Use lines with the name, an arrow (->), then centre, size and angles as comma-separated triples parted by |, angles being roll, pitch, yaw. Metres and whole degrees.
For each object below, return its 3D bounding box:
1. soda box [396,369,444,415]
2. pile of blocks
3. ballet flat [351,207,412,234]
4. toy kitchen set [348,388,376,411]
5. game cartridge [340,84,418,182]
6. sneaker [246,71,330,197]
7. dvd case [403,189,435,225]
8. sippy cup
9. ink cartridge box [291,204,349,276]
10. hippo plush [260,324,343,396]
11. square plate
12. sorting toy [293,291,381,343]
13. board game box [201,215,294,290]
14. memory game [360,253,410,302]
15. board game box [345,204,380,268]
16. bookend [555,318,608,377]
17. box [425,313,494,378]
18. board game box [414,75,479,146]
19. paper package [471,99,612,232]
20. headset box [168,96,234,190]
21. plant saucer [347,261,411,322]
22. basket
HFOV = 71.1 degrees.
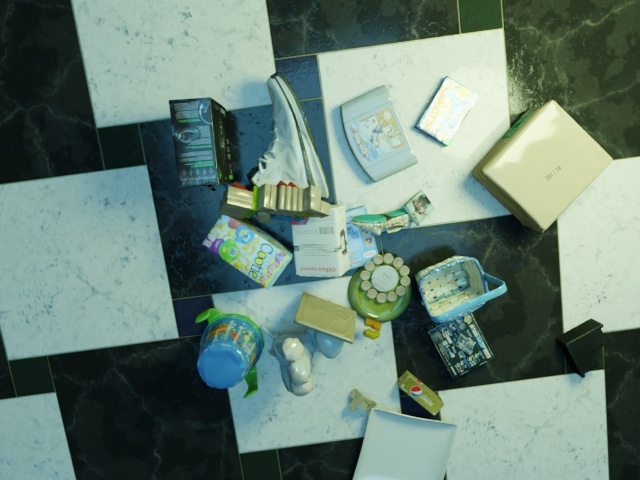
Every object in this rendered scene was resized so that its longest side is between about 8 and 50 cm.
soda box -> 0.381, 0.579, 1.706 | 0.181, 0.058, 0.061 | 39, 95, -6
pile of blocks -> -0.150, -0.135, 1.472 | 0.363, 0.149, 0.112 | 4, 71, -4
ballet flat -> 0.225, -0.059, 1.577 | 0.241, 0.091, 0.077 | -10, 115, -15
toy kitchen set -> 0.154, 0.626, 1.723 | 0.083, 0.075, 0.068 | 38, 94, 34
game cartridge -> 0.194, -0.365, 1.570 | 0.198, 0.062, 0.297 | -26, 98, -1
sneaker -> -0.153, -0.316, 1.511 | 0.258, 0.169, 0.447 | -20, 101, 0
dvd case -> 0.352, -0.117, 1.592 | 0.119, 0.013, 0.087 | -40, 98, -33
sippy cup -> -0.328, 0.402, 1.585 | 0.306, 0.224, 0.239 | 25, 98, -5
ink cartridge box -> 0.000, 0.000, 1.565 | 0.172, 0.100, 0.237 | 0, 102, 23
hippo plush -> -0.037, 0.402, 1.607 | 0.237, 0.294, 0.234 | -19, 100, -22
square plate -> 0.324, 0.831, 1.746 | 0.348, 0.049, 0.343 | 12, 97, -3
sorting toy -> 0.064, 0.290, 1.568 | 0.308, 0.229, 0.041 | 21, 110, -1
board game box -> -0.249, 0.028, 1.572 | 0.275, 0.144, 0.142 | 35, 97, -5
memory game -> 0.234, 0.138, 1.624 | 0.186, 0.012, 0.186 | 0, 99, -2
board game box -> 0.113, -0.006, 1.626 | 0.160, 0.039, 0.211 | -16, 97, 1
bookend -> 1.002, 0.403, 1.684 | 0.157, 0.072, 0.156 | -31, 98, 3
box -> 0.522, 0.382, 1.683 | 0.175, 0.051, 0.220 | -29, 98, 3
board game box -> 0.440, -0.450, 1.569 | 0.136, 0.035, 0.201 | 29, 97, -5
paper package -> 0.744, -0.252, 1.538 | 0.309, 0.168, 0.325 | 42, 96, -6
headset box -> -0.382, -0.302, 1.470 | 0.131, 0.246, 0.282 | -4, 98, 0
plant saucer -> 0.221, 0.195, 1.658 | 0.241, 0.037, 0.240 | 0, 98, -1
basket -> 0.464, 0.170, 1.531 | 0.255, 0.289, 0.201 | -23, 98, 4
